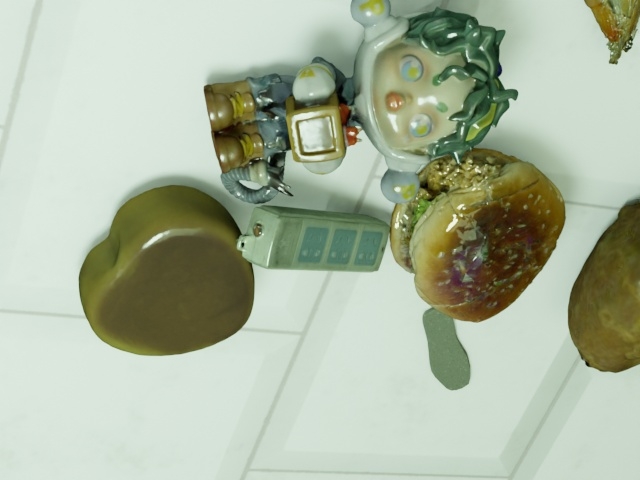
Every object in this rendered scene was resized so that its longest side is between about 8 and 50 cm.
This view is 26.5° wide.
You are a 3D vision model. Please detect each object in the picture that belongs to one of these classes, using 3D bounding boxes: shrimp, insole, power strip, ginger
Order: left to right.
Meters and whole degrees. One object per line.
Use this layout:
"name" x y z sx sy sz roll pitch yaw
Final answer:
"power strip" 0.000 0.001 1.807 0.272 0.052 0.078 5 104 -50
"insole" 0.195 0.170 2.112 0.063 0.010 0.192 -23 131 -3
"shrimp" 0.385 -0.315 1.778 0.091 0.043 0.184 -14 125 -1
"ginger" 0.486 0.061 2.009 0.269 0.200 0.223 -26 134 0

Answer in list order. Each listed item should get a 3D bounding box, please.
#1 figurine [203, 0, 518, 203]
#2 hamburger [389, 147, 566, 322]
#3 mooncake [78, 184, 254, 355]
"figurine" 0.052 -0.175 1.671 0.382 0.186 0.261 -12 120 -4
"hamburger" 0.224 -0.017 1.892 0.243 0.146 0.286 -16 130 -17
"mooncake" -0.192 0.045 1.792 0.235 0.117 0.235 -12 130 -15
